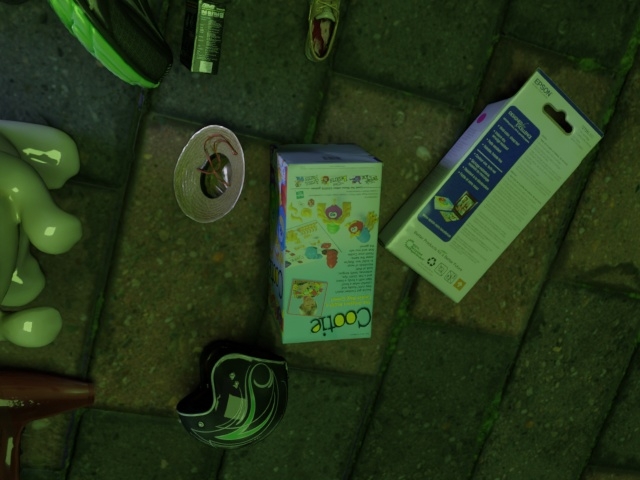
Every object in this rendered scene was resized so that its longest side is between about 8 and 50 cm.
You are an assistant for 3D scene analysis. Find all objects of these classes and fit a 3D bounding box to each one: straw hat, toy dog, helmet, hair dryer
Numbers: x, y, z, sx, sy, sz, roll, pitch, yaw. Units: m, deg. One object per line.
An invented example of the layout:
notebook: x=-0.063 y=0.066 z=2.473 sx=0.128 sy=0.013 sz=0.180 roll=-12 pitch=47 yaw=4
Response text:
straw hat: x=-0.147 y=-0.095 z=1.077 sx=0.061 sy=0.144 sz=0.144 roll=6 pitch=113 yaw=-58
toy dog: x=-0.475 y=-0.013 z=0.840 sx=0.396 sy=0.408 sz=0.284 roll=25 pitch=101 yaw=-21
helmet: x=-0.138 y=0.252 z=1.151 sx=0.170 sy=0.169 sz=0.161 roll=16 pitch=88 yaw=-18
hair dryer: x=-0.486 y=0.302 z=1.121 sx=0.294 sy=0.080 sz=0.223 roll=-35 pitch=121 yaw=-11

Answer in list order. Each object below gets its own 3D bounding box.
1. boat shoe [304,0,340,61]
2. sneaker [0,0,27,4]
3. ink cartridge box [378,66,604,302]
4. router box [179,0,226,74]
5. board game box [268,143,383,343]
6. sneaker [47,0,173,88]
boat shoe: x=0.007 y=-0.326 z=1.046 sx=0.050 sy=0.045 sz=0.135 roll=0 pitch=109 yaw=-14
sneaker: x=-0.416 y=-0.402 z=0.902 sx=0.080 sy=0.081 sz=0.211 roll=-19 pitch=130 yaw=-8
ink cartridge box: x=0.278 y=-0.087 z=1.188 sx=0.176 sy=0.069 sz=0.371 roll=37 pitch=99 yaw=-22
router box: x=-0.161 y=-0.279 z=0.979 sx=0.038 sy=0.122 sz=0.092 roll=3 pitch=109 yaw=-20
board game box: x=0.000 y=0.000 z=1.106 sx=0.145 sy=0.142 sz=0.275 roll=-2 pitch=109 yaw=-14
sneaker: x=-0.267 y=-0.420 z=0.872 sx=0.202 sy=0.185 sz=0.482 roll=-17 pitch=113 yaw=-4
